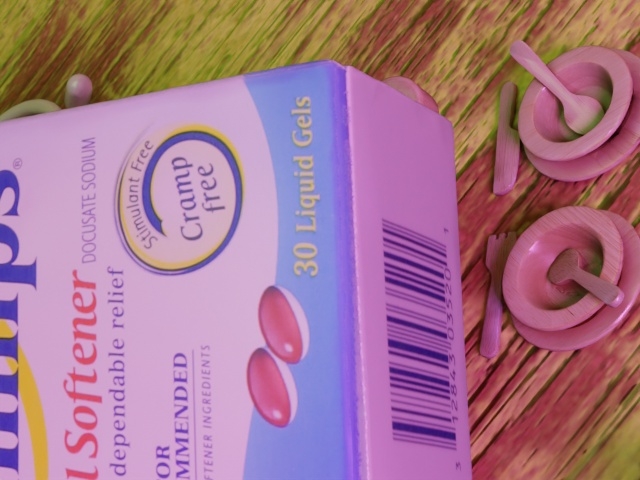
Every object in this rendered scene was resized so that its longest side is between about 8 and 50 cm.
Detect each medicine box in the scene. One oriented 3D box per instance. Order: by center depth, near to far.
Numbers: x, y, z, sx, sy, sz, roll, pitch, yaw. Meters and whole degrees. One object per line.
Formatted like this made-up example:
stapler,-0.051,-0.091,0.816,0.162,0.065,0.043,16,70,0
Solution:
medicine box,-0.079,0.069,0.899,0.289,0.149,0.263,-8,77,25

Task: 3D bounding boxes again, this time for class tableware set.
tableware set,0.141,-0.032,0.965,0.128,0.039,0.194,-14,55,36

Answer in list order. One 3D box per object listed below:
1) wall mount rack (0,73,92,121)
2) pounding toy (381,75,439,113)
wall mount rack,-0.259,0.022,1.224,0.304,0.130,0.350,-5,62,40
pounding toy,0.000,-0.011,1.016,0.206,0.094,0.181,-40,62,15
